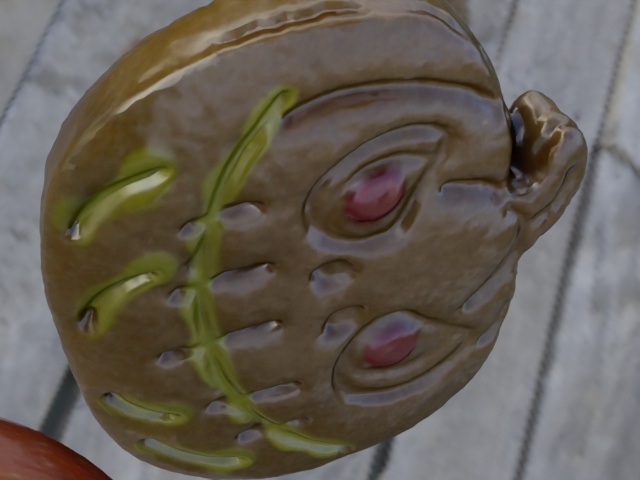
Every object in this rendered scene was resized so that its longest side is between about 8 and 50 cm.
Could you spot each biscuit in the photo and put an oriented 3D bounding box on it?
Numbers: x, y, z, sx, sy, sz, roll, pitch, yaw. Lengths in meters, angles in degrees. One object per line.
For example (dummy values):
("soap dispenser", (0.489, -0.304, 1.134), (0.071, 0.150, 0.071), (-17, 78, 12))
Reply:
("biscuit", (0.003, 0.006, 1.195), (0.394, 0.350, 0.070), (71, -3, -48))

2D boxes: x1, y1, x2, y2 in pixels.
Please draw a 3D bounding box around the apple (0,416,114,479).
("apple", (-0.179, 0.230, 0.771), (0.277, 0.348, 0.348), (-7, 73, -18))
